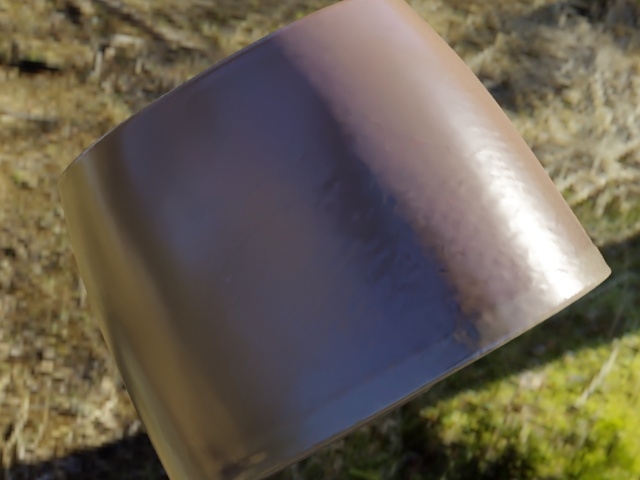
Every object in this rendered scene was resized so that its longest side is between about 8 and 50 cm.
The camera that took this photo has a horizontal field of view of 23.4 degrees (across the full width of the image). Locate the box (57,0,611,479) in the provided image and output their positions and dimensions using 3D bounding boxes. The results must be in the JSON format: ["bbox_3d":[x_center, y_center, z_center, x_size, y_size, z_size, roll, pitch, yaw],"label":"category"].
[{"bbox_3d":[0.000,0.000,0.925,0.301,0.301,0.216,-25,86,-38],"label":"box"}]
